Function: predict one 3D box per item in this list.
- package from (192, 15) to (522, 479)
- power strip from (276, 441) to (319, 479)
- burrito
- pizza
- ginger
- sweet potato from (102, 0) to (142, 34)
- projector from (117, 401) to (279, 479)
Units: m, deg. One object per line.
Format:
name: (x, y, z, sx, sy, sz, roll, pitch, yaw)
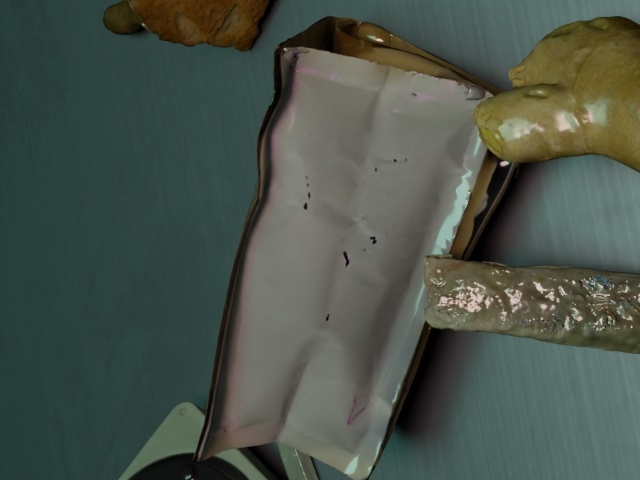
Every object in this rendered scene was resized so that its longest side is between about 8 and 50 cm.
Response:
package: (0.031, 0.011, 0.622, 0.164, 0.221, 0.311, 17, 111, 4)
power strip: (-0.024, 0.202, 0.778, 0.027, 0.017, 0.083, -34, 70, 44)
burrito: (0.146, 0.039, 0.510, 0.171, 0.042, 0.051, 6, 95, 12)
pizza: (-0.094, -0.234, 0.733, 0.062, 0.182, 0.161, 57, 174, 43)
ginger: (0.222, -0.049, 0.421, 0.298, 0.065, 0.118, 28, 72, 39)
sweet potato: (-0.173, -0.259, 0.850, 0.269, 0.074, 0.075, 172, 92, -65)
projector: (-0.133, 0.321, 0.780, 0.259, 0.079, 0.257, 33, 83, 40)
